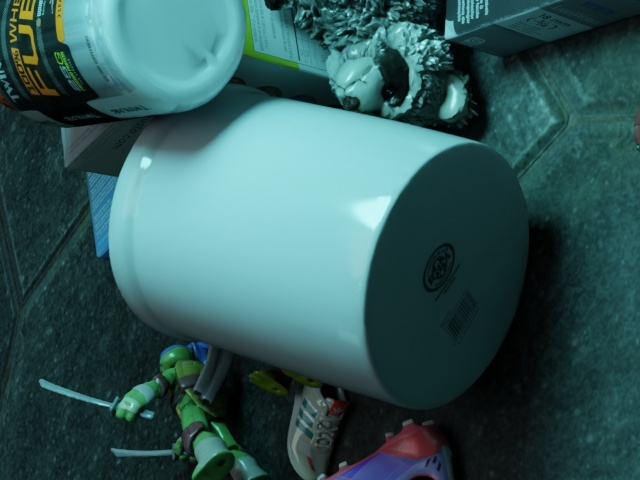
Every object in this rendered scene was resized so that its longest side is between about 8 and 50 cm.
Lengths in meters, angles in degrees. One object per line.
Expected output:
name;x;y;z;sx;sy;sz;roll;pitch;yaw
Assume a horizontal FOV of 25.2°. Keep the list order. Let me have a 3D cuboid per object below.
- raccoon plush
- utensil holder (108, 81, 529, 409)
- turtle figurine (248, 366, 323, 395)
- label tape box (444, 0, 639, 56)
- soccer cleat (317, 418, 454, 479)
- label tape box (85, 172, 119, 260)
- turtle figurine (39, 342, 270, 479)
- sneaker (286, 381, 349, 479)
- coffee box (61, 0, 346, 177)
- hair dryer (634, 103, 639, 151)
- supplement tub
raccoon plush;0.137;-0.330;1.811;0.446;0.299;0.216;-46;17;-21
utensil holder;0.000;0.000;1.671;0.385;0.328;0.327;14;91;40
turtle figurine;-0.022;0.099;1.911;0.270;0.087;0.217;-6;50;35
label tape box;0.293;-0.368;1.635;0.334;0.106;0.240;-12;71;51
soccer cleat;0.068;0.308;1.749;0.248;0.083;0.095;-42;53;34
label tape box;-0.280;-0.167;2.333;0.249;0.115;0.347;-44;45;36
turtle figurine;-0.210;0.284;2.032;0.266;0.275;0.197;47;151;44
sneaker;0.001;0.235;1.874;0.075;0.057;0.161;-19;61;55
coffee box;-0.146;-0.294;1.998;0.338;0.334;0.338;-34;57;43
hair dryer;0.422;-0.118;1.436;0.224;0.080;0.293;-19;69;32
supplement tub;-0.261;-0.241;1.692;0.338;0.207;0.207;-2;78;50
